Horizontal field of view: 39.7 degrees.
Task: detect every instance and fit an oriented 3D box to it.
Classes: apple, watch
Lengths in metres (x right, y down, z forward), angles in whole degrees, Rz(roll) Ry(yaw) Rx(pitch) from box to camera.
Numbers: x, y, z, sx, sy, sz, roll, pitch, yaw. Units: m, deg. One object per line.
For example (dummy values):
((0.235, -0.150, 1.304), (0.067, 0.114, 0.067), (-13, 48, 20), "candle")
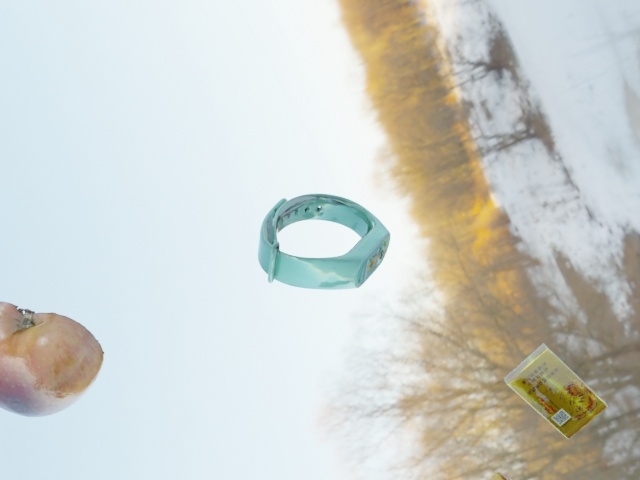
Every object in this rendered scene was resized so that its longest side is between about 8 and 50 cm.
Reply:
((-0.619, 0.269, 1.860), (0.251, 0.292, 0.163), (89, -172, -48), "apple")
((0.000, 0.000, 1.374), (0.237, 0.195, 0.068), (-46, -28, -54), "watch")

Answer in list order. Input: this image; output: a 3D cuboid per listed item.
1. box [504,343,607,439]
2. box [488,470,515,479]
((0.373, 0.240, 1.403), (0.156, 0.089, 0.022), (40, -166, -18), "box")
((0.398, 0.599, 1.556), (0.283, 0.214, 0.259), (30, -166, -16), "box")
